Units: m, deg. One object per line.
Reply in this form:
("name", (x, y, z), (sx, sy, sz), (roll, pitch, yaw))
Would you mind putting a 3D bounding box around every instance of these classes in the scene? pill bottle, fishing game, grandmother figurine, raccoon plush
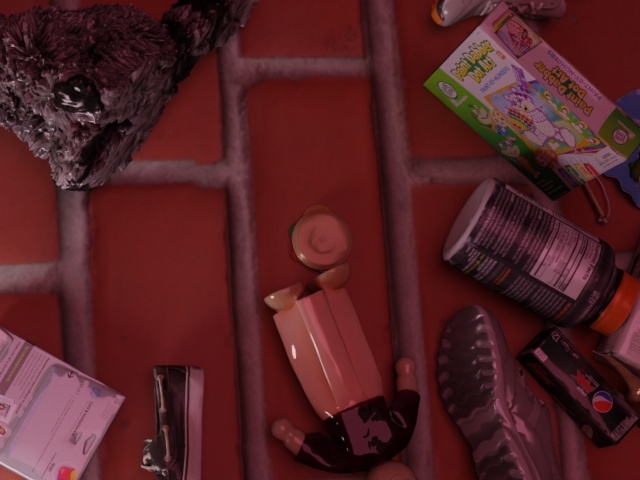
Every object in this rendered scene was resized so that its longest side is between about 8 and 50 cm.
("pill bottle", (0.295, 0.030, 1.813), (0.246, 0.130, 0.130), (30, 74, -6))
("fishing game", (0.477, -0.128, 1.936), (0.264, 0.041, 0.189), (-23, 82, -16))
("grandmother figurine", (0.039, 0.212, 1.736), (0.208, 0.104, 0.342), (-24, 82, -8))
("raccoon plush", (-0.323, -0.253, 1.748), (0.299, 0.216, 0.446), (35, 43, 10))

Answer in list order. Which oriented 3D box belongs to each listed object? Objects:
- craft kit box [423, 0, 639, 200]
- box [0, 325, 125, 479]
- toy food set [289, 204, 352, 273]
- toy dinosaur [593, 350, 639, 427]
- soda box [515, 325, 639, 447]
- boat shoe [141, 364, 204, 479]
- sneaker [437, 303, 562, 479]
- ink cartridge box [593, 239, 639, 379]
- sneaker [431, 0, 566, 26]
("craft kit box", (0.271, -0.173, 1.788), (0.246, 0.250, 0.061), (44, 74, -1))
("box", (-0.353, 0.208, 1.677), (0.186, 0.038, 0.145), (29, 74, -5))
("toy food set", (0.000, 0.000, 1.809), (0.083, 0.020, 0.082), (40, 73, -3))
("toy dinosaur", (0.423, 0.201, 1.826), (0.053, 0.092, 0.183), (-43, 90, -18))
("soda box", (0.340, 0.195, 1.826), (0.053, 0.060, 0.169), (-42, 89, -18))
("boat shoe", (-0.184, 0.260, 1.689), (0.070, 0.078, 0.219), (5, 69, -13))
("sneaker", (0.238, 0.219, 1.796), (0.115, 0.105, 0.281), (-5, 76, -44))
("ink cartridge box", (0.487, 0.093, 1.864), (0.159, 0.092, 0.217), (27, 76, -6))
("sneaker", (0.278, -0.346, 1.908), (0.262, 0.099, 0.121), (-30, 91, -16))
